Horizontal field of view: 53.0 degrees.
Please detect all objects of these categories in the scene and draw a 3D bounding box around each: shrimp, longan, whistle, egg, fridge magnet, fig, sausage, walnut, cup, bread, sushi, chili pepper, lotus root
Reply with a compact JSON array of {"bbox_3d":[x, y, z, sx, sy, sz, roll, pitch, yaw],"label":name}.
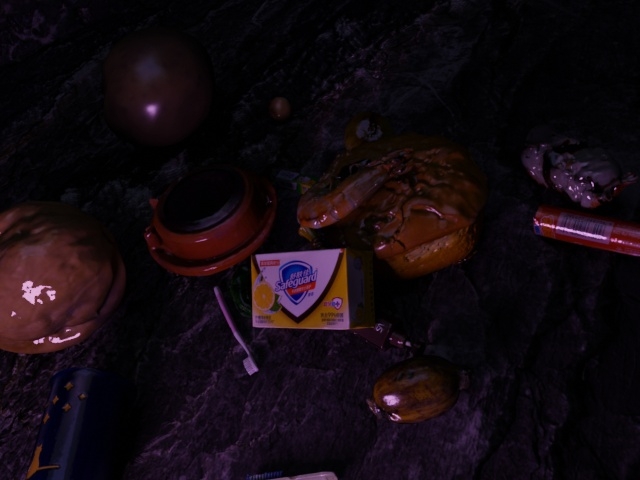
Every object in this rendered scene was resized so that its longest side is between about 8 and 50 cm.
[{"bbox_3d":[0.068,-0.124,1.383,0.287,0.063,0.152,-34,31,0],"label":"shrimp"},{"bbox_3d":[-0.512,-0.483,2.027,0.405,0.336,0.404,-7,59,12],"label":"longan"},{"bbox_3d":[-0.003,0.003,1.594,0.109,0.057,0.046,49,121,35],"label":"whistle"},{"bbox_3d":[-0.125,-0.406,1.997,0.071,0.071,0.083,-14,60,8],"label":"egg"},{"bbox_3d":[-0.285,-0.063,1.669,0.364,0.155,0.363,-10,46,11],"label":"fridge magnet"},{"bbox_3d":[0.129,-0.284,1.746,0.136,0.120,0.153,-19,44,-3],"label":"fig"},{"bbox_3d":[0.595,-0.018,1.353,0.274,0.074,0.074,14,55,32],"label":"sausage"},{"bbox_3d":[-0.674,0.084,1.573,0.384,0.383,0.383,-11,45,11],"label":"walnut"},{"bbox_3d":[-0.496,0.433,1.312,0.179,0.255,0.256,15,47,-16],"label":"cup"},{"bbox_3d":[0.181,-0.086,1.476,0.399,0.215,0.398,-11,46,12],"label":"bread"},{"bbox_3d":[0.566,-0.168,1.464,0.124,0.130,0.332,-31,44,-9],"label":"sushi"},{"bbox_3d":[-0.173,0.129,1.520,0.073,0.050,0.182,-25,46,-13],"label":"chili pepper"},{"bbox_3d":[0.186,0.273,1.198,0.210,0.120,0.120,-20,44,5],"label":"lotus root"}]

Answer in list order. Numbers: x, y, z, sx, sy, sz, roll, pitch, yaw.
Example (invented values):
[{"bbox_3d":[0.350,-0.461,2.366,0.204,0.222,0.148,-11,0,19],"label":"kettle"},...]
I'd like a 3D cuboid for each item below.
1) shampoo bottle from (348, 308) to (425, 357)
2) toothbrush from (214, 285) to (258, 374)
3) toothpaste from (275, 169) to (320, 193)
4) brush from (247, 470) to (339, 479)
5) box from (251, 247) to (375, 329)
[{"bbox_3d":[0.113,0.183,1.346,0.236,0.068,0.067,22,16,36],"label":"shampoo bottle"},{"bbox_3d":[-0.202,0.201,1.483,0.025,0.020,0.286,-33,45,-2],"label":"toothbrush"},{"bbox_3d":[-0.039,-0.150,1.739,0.179,0.043,0.037,16,59,32],"label":"toothpaste"},{"bbox_3d":[-0.055,0.442,1.191,0.179,0.033,0.030,-12,31,10],"label":"brush"},{"bbox_3d":[-0.021,0.104,1.352,0.265,0.097,0.168,-3,87,38],"label":"box"}]
